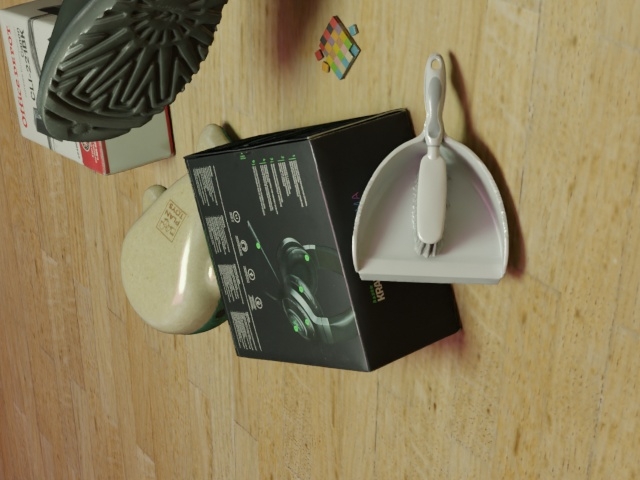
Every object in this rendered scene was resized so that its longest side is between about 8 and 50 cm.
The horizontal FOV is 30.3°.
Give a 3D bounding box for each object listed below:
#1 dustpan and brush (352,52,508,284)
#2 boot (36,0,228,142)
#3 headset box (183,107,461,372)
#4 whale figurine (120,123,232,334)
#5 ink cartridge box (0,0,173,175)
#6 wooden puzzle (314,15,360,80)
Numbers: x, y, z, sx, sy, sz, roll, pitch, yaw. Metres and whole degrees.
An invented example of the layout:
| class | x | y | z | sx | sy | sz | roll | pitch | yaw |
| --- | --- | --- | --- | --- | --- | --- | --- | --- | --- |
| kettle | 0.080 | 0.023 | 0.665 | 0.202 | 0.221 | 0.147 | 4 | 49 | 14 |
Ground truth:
| class | x | y | z | sx | sy | sz | roll | pitch | yaw |
| --- | --- | --- | --- | --- | --- | --- | --- | --- | --- |
| dustpan and brush | 0.106 | -0.068 | 1.117 | 0.060 | 0.147 | 0.211 | 54 | -142 | -78 |
| boot | -0.233 | -0.376 | 1.240 | 0.367 | 0.146 | 0.445 | -49 | 52 | 29 |
| headset box | 0.000 | 0.000 | 1.272 | 0.283 | 0.131 | 0.246 | -4 | 104 | 56 |
| whale figurine | -0.144 | -0.009 | 1.512 | 0.216 | 0.141 | 0.272 | 39 | 112 | 38 |
| ink cartridge box | -0.332 | -0.224 | 1.654 | 0.273 | 0.114 | 0.197 | 24 | 127 | 49 |
| wooden puzzle | 0.018 | -0.203 | 1.250 | 0.049 | 0.006 | 0.083 | 58 | 146 | 18 |
